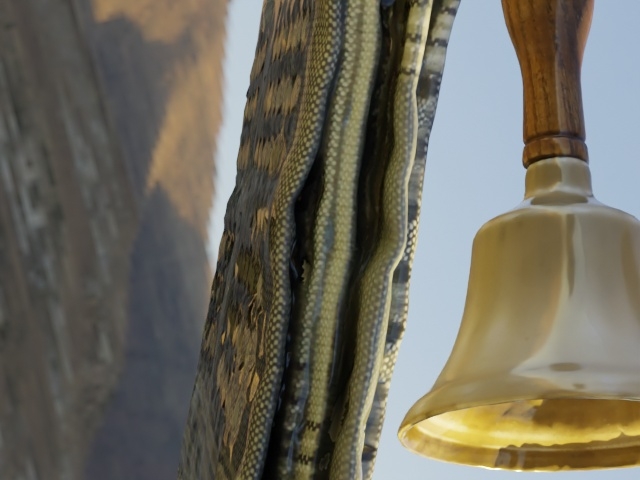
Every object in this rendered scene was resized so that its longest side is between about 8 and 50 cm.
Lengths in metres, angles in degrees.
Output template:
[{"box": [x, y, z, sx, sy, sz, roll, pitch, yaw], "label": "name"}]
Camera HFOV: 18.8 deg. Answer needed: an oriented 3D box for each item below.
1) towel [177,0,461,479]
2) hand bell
[{"box": [0.000, 0.000, 0.614, 0.324, 0.056, 0.312, -146, -113, -85], "label": "towel"}, {"box": [0.093, -0.041, 0.749, 0.126, 0.126, 0.242, 101, -10, -71], "label": "hand bell"}]
